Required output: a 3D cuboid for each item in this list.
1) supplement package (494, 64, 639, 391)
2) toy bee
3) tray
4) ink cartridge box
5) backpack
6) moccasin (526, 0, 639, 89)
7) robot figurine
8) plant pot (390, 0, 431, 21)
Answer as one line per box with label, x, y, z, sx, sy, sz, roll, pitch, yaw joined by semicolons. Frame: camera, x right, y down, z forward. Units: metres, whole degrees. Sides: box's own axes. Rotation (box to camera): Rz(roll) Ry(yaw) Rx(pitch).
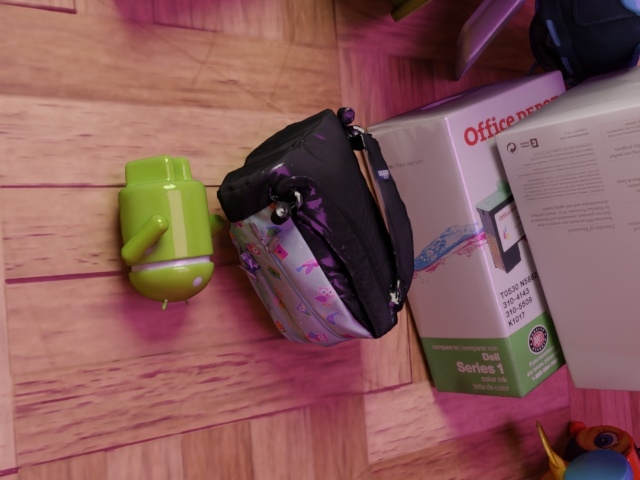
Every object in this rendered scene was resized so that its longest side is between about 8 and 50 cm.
supplement package;0.327;-0.021;0.783;0.198;0.199;0.263;-31;106;-41
toy bee;0.307;0.277;0.952;0.298;0.162;0.195;-10;102;-15
tray;0.220;-0.279;0.849;0.030;0.145;0.270;41;95;3
ink cartridge box;0.180;-0.012;0.867;0.201;0.117;0.278;-26;103;-38
backpack;0.000;0.000;0.713;0.152;0.115;0.182;-47;117;-43
moccasin;0.281;-0.237;0.918;0.342;0.116;0.138;24;67;-74
robot figurine;-0.117;-0.005;0.651;0.101;0.067;0.115;-5;88;-72
plant pot;0.107;-0.444;0.721;0.353;0.366;0.366;52;57;-11
